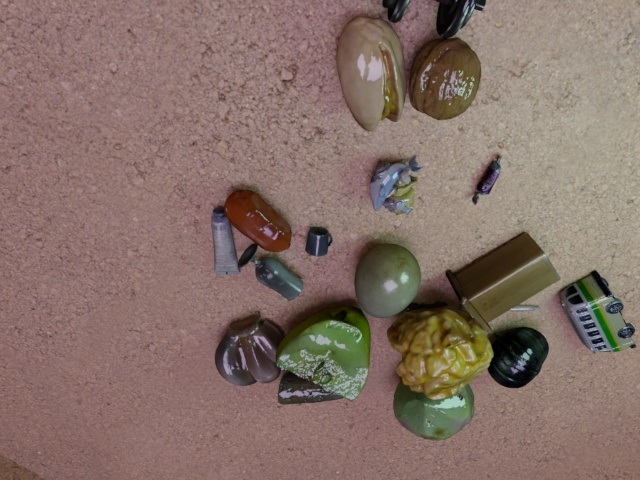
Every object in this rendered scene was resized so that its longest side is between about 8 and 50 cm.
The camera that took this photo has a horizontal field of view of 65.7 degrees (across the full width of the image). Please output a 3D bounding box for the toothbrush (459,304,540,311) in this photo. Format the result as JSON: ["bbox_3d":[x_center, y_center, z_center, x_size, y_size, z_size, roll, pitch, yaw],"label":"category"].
[{"bbox_3d":[0.676,0.253,1.867,0.306,0.025,0.030,-1,114,0],"label":"toothbrush"}]

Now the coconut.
[{"bbox_3d":[0.439,0.628,1.930,0.328,0.282,0.328,-3,159,-1],"label":"coconut"}]

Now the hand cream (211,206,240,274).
[{"bbox_3d":[-0.331,0.013,1.693,0.095,0.059,0.276,0,127,-2],"label":"hand cream"}]

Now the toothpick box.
[{"bbox_3d":[0.629,0.133,1.707,0.308,0.188,0.190,-36,115,15],"label":"toothpick box"}]

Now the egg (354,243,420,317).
[{"bbox_3d":[0.219,0.145,1.685,0.218,0.219,0.296,10,133,-7],"label":"egg"}]

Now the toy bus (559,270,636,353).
[{"bbox_3d":[1.016,0.283,1.821,0.179,0.143,0.305,-29,118,19],"label":"toy bus"}]

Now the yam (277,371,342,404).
[{"bbox_3d":[-0.009,0.591,2.015,0.329,0.133,0.133,-3,122,-3],"label":"yam"}]

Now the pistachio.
[{"bbox_3d":[0.134,-0.451,1.349,0.187,0.188,0.299,-8,128,5],"label":"pistachio"}]

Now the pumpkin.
[{"bbox_3d":[0.743,0.434,1.889,0.249,0.216,0.250,-21,145,-16],"label":"pumpkin"}]

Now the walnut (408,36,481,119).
[{"bbox_3d":[0.334,-0.437,1.335,0.213,0.213,0.213,0,122,0],"label":"walnut"}]

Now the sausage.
[{"bbox_3d":[-0.200,-0.059,1.606,0.133,0.133,0.258,-38,119,20],"label":"sausage"}]

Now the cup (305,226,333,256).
[{"bbox_3d":[0.000,0.000,1.681,0.100,0.078,0.077,-12,124,-34],"label":"cup"}]

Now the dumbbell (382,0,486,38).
[{"bbox_3d":[0.271,-0.618,1.225,0.289,0.192,0.192,11,121,-9],"label":"dumbbell"}]

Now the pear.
[{"bbox_3d":[0.046,0.372,1.826,0.342,0.238,0.318,29,105,-11],"label":"pear"}]

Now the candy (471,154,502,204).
[{"bbox_3d":[0.535,-0.192,1.576,0.043,0.045,0.175,22,119,-2],"label":"candy"}]

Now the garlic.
[{"bbox_3d":[-0.264,0.446,1.903,0.278,0.132,0.325,-18,114,1],"label":"garlic"}]

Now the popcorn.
[{"bbox_3d":[0.411,0.368,1.755,0.348,0.382,0.349,-21,145,-16],"label":"popcorn"}]

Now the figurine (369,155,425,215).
[{"bbox_3d":[0.240,-0.169,1.544,0.208,0.128,0.183,-42,116,17],"label":"figurine"}]

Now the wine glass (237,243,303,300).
[{"bbox_3d":[-0.169,0.116,1.728,0.103,0.103,0.231,-39,118,21],"label":"wine glass"}]
